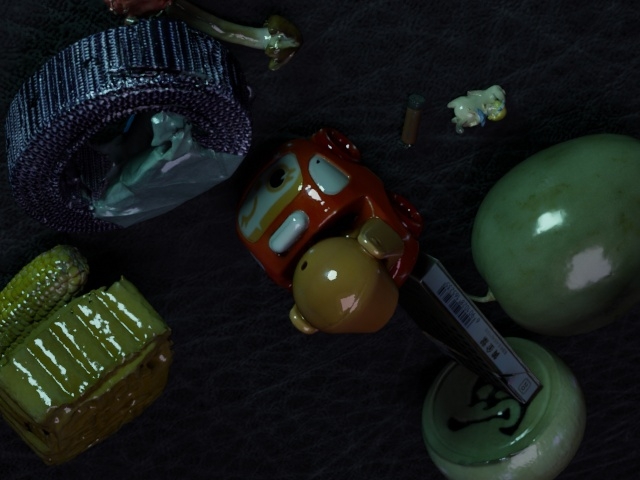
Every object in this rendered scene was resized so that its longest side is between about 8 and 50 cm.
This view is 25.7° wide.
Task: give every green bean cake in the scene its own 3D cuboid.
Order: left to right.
[{"bbox_3d":[-0.303,0.176,1.837,0.230,0.131,0.224,-37,163,-21],"label":"green bean cake"}]

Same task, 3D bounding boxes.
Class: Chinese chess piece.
[{"bbox_3d":[0.272,0.262,2.095,0.250,0.250,0.101,-32,130,8],"label":"Chinese chess piece"}]

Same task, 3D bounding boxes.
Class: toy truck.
[{"bbox_3d":[0.000,0.000,1.766,0.265,0.239,0.189,43,112,5],"label":"toy truck"}]

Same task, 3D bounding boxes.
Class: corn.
[{"bbox_3d":[-0.407,0.117,1.845,0.101,0.101,0.291,28,115,-34],"label":"corn"}]

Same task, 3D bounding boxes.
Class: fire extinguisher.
[{"bbox_3d":[0.118,-0.154,1.858,0.028,0.022,0.083,20,129,14],"label":"fire extinguisher"}]

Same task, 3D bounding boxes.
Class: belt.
[{"bbox_3d":[-0.229,-0.124,1.655,0.260,0.122,0.325,18,136,-42],"label":"belt"}]

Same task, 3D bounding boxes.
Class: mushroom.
[{"bbox_3d":[-0.108,-0.255,1.676,0.187,0.061,0.060,14,127,-23],"label":"mushroom"}]

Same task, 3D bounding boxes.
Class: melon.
[{"bbox_3d":[0.345,-0.007,1.904,0.272,0.271,0.308,19,115,-30],"label":"melon"}]

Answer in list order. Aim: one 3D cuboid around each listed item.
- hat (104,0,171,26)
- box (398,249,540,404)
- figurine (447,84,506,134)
[{"bbox_3d":[-0.157,-0.364,1.534,0.237,0.107,0.286,12,122,-37],"label":"hat"},{"bbox_3d":[0.173,0.102,1.980,0.047,0.180,0.325,-50,130,-10],"label":"box"},{"bbox_3d":[0.213,-0.170,1.858,0.083,0.050,0.047,-25,137,3],"label":"figurine"}]
